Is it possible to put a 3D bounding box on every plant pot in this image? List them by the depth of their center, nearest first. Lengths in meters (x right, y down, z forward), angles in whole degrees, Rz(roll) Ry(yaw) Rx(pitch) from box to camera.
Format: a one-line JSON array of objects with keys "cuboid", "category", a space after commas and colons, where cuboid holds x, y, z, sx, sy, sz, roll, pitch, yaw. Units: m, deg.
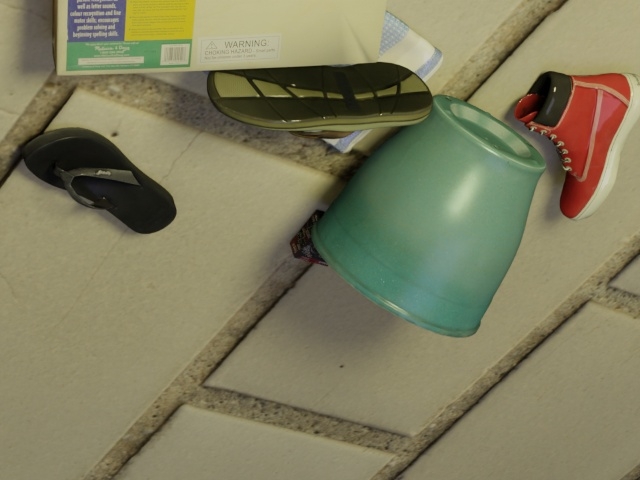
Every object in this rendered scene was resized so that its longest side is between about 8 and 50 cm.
[{"cuboid": [0.165, -0.050, 2.208, 0.271, 0.272, 0.255, 17, 113, -34], "category": "plant pot"}]

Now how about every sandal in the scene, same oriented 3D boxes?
[{"cuboid": [-0.001, -0.170, 2.059, 0.302, 0.120, 0.086, 3, 145, -23], "category": "sandal"}, {"cuboid": [-0.284, -0.074, 2.150, 0.097, 0.054, 0.254, -39, 135, 22], "category": "sandal"}]

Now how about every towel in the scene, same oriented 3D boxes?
[{"cuboid": [0.005, -0.232, 2.100, 0.209, 0.034, 0.285, -41, 134, 23], "category": "towel"}]

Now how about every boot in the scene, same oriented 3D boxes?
[{"cuboid": [0.340, -0.135, 2.296, 0.176, 0.088, 0.244, 0, 128, -20], "category": "boot"}]

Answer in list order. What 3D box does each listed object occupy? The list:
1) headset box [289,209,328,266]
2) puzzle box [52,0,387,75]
[{"cuboid": [0.000, 0.000, 2.356, 0.062, 0.032, 0.083, 15, 130, -32], "category": "headset box"}, {"cuboid": [-0.113, -0.327, 1.911, 0.408, 0.052, 0.272, -4, 131, -15], "category": "puzzle box"}]
